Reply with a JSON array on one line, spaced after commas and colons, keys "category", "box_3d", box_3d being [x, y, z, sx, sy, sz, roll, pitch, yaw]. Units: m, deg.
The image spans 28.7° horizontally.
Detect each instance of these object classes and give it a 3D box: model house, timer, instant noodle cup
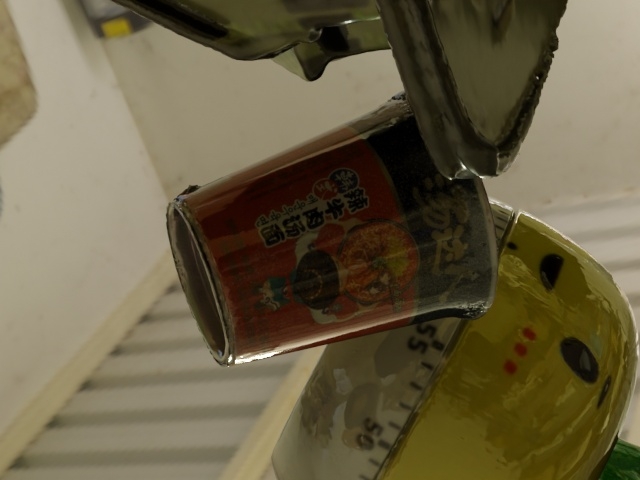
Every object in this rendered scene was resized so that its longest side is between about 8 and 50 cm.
[{"category": "model house", "box_3d": [-0.050, -0.148, 0.551, 0.278, 0.218, 0.205, -2, -140, 30]}, {"category": "timer", "box_3d": [0.130, 0.123, 0.846, 0.285, 0.285, 0.285, -17, -155, 8]}, {"category": "instant noodle cup", "box_3d": [0.001, 0.001, 0.623, 0.135, 0.127, 0.127, -18, -157, -16]}]
